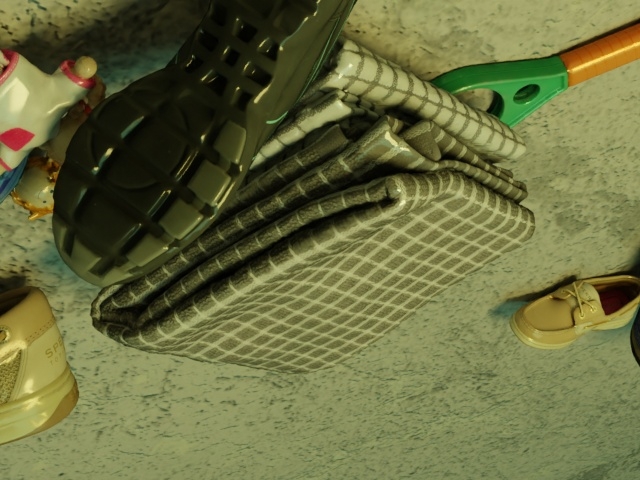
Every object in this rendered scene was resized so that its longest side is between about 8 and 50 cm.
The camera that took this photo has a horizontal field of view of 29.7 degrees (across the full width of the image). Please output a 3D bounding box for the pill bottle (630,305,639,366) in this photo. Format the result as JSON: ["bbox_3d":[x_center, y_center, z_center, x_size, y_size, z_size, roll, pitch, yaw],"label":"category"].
[{"bbox_3d":[0.406,0.055,1.260,0.123,0.123,0.219,-15,143,-14],"label":"pill bottle"}]

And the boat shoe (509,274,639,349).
[{"bbox_3d":[0.271,0.067,1.262,0.170,0.063,0.059,-13,146,-35],"label":"boat shoe"}]

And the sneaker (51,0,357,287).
[{"bbox_3d":[-0.054,-0.081,0.721,0.267,0.101,0.106,-53,166,1],"label":"sneaker"}]

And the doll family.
[{"bbox_3d":[-0.238,-0.031,0.749,0.263,0.118,0.163,-51,136,10],"label":"doll family"}]

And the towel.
[{"bbox_3d":[0.000,0.000,0.887,0.284,0.121,0.235,-32,152,27],"label":"towel"}]

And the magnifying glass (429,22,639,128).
[{"bbox_3d":[0.167,-0.120,0.936,0.231,0.026,0.092,-24,149,-1],"label":"magnifying glass"}]

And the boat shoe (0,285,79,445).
[{"bbox_3d":[-0.358,0.120,0.893,0.341,0.121,0.110,-18,112,-15],"label":"boat shoe"}]
